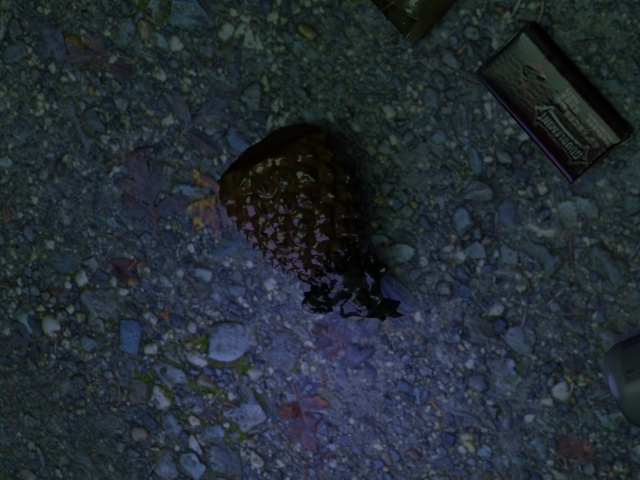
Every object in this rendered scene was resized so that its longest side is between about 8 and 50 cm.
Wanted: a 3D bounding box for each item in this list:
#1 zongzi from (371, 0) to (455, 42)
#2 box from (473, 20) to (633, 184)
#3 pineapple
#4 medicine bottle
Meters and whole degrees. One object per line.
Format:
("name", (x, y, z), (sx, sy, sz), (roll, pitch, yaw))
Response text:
("zongzi", (0.134, -0.409, 1.988), (0.176, 0.078, 0.160), (48, 113, 10))
("box", (0.343, -0.204, 1.949), (0.120, 0.069, 0.224), (-42, 86, 28))
("pineapple", (-0.002, 0.001, 2.105), (0.223, 0.223, 0.357), (-22, 107, 29))
("medicine bottle", (0.537, 0.180, 1.926), (0.215, 0.135, 0.135), (-27, 92, 28))
